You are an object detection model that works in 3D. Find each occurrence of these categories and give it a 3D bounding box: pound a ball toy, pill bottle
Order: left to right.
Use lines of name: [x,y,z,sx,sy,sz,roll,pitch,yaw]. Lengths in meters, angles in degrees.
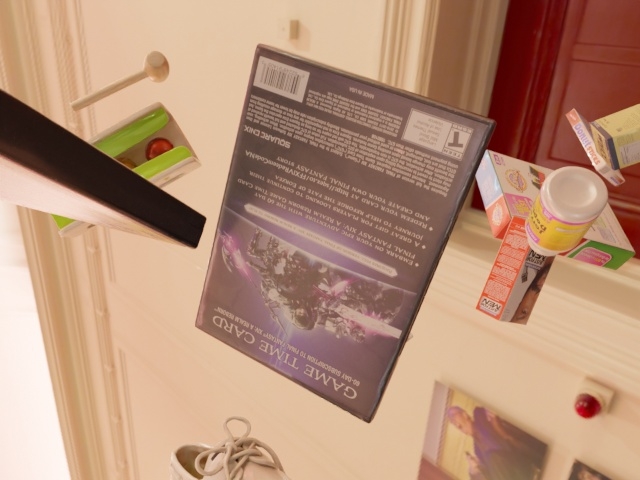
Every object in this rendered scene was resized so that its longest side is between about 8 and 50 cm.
pound a ball toy: [-0.372,-0.173,0.961,0.319,0.136,0.208,-31,-86,-4]
pill bottle: [0.182,-0.018,0.394,0.043,0.043,0.083,-53,-22,-15]

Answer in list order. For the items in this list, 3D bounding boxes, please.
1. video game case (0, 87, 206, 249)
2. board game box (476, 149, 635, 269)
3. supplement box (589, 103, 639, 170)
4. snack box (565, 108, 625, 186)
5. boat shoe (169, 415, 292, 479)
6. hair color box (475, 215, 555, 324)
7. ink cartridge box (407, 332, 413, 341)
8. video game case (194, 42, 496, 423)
video game case: [-0.254,-0.066,0.375,0.275,0.249,0.035,44,-120,-68]
board game box: [0.527,-0.074,1.192,0.317,0.242,0.064,14,-45,-12]
supplement box: [0.473,-0.160,0.795,0.056,0.083,0.083,61,-160,-24]
snack box: [0.517,-0.179,0.983,0.064,0.178,0.022,28,-50,-25]
boat shoe: [-0.126,0.344,0.766,0.136,0.367,0.156,-7,-97,-37]
hair color box: [0.332,0.052,0.863,0.093,0.053,0.167,13,-79,-40]
ink cartridge box: [0.173,0.286,1.511,0.060,0.104,0.180,-5,-35,-43]
video game case: [0.000,0.000,0.440,0.026,0.196,0.274,-31,-38,-61]
